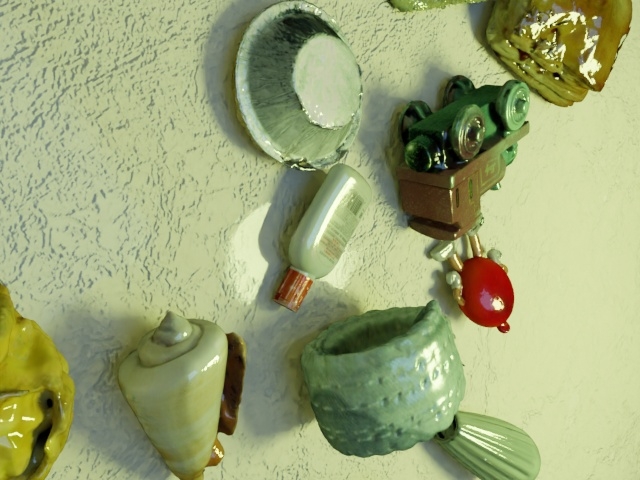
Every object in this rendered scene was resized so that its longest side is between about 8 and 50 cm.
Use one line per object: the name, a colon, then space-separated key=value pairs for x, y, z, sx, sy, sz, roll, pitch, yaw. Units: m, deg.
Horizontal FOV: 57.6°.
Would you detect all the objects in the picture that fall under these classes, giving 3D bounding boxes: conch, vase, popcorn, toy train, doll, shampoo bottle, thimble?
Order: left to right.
popcorn: x=-0.343 y=0.143 z=0.509 sx=0.250 sy=0.189 sz=0.251 roll=-3 pitch=95 yaw=-46
conch: x=-0.176 y=0.190 z=0.716 sx=0.158 sy=0.127 sz=0.255 roll=-47 pitch=150 yaw=-60
shampoo bottle: x=0.000 y=0.000 z=0.855 sx=0.221 sy=0.051 sz=0.108 roll=-61 pitch=146 yaw=-9
thimble: x=0.099 y=0.192 z=0.869 sx=0.249 sy=0.205 sz=0.172 roll=-18 pitch=101 yaw=-20
toy train: x=0.256 y=-0.155 z=1.013 sx=0.304 sy=0.150 sz=0.222 roll=-33 pitch=125 yaw=-34
doll: x=0.305 y=0.074 z=1.110 sx=0.183 sy=0.085 sz=0.217 roll=-36 pitch=99 yaw=-33
vase: x=0.318 y=0.399 z=1.132 sx=0.248 sy=0.128 sz=0.128 roll=32 pitch=74 yaw=-29

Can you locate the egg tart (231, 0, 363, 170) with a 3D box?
egg tart: x=-0.015 y=-0.214 z=0.804 sx=0.234 sy=0.094 sz=0.234 roll=-3 pitch=94 yaw=-40

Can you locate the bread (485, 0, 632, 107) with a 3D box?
bread: x=0.488 y=-0.438 z=1.148 sx=0.324 sy=0.167 sz=0.278 roll=27 pitch=77 yaw=-39

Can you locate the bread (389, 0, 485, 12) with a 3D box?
bread: x=0.205 y=-0.497 z=0.983 sx=0.286 sy=0.056 sz=0.208 roll=-28 pitch=114 yaw=-36
